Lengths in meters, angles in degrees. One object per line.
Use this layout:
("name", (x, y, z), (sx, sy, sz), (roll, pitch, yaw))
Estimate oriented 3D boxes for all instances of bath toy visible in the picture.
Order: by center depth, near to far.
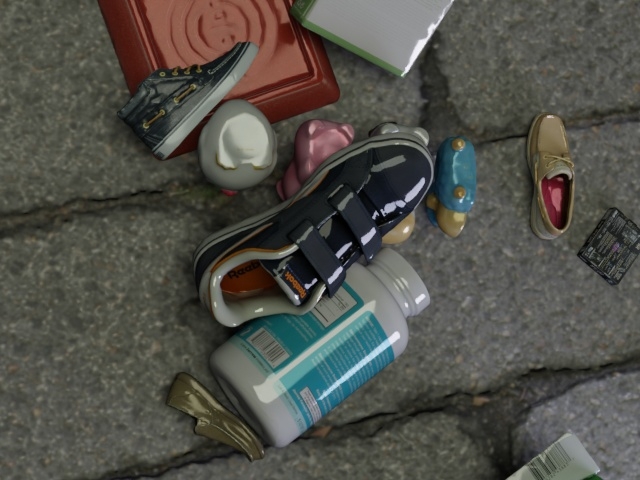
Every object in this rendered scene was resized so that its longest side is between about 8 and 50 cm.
("bath toy", (0.011, -0.082, 1.819), (0.348, 0.129, 0.151), (9, 83, -16))

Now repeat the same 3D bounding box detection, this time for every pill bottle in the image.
("pill bottle", (0.006, 0.121, 1.795), (0.264, 0.146, 0.146), (-36, 96, -14))

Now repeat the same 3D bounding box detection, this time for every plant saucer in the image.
("plant saucer", (-0.125, -0.260, 1.833), (0.259, 0.048, 0.258), (-20, 92, -16))

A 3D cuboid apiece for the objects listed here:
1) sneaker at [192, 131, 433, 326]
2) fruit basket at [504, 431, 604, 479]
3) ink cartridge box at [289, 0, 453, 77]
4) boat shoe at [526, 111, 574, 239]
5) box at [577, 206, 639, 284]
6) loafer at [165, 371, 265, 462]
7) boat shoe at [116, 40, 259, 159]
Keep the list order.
("sneaker", (0.000, 0.000, 1.721), (0.321, 0.127, 0.126), (-32, 121, 10))
("fruit basket", (0.269, 0.468, 1.867), (0.353, 0.165, 0.327), (-37, 96, 1))
("ink cartridge box", (0.095, -0.336, 1.818), (0.171, 0.056, 0.235), (24, 108, -32))
("boat shoe", (0.310, -0.087, 1.936), (0.063, 0.059, 0.170), (-2, 87, -16))
("box", (0.394, 0.008, 1.975), (0.067, 0.018, 0.083), (38, 78, -10))
("loafer", (-0.131, 0.224, 1.801), (0.148, 0.056, 0.050), (42, 78, 1))
("boat shoe", (-0.158, -0.189, 1.761), (0.083, 0.065, 0.183), (43, 78, -10))
